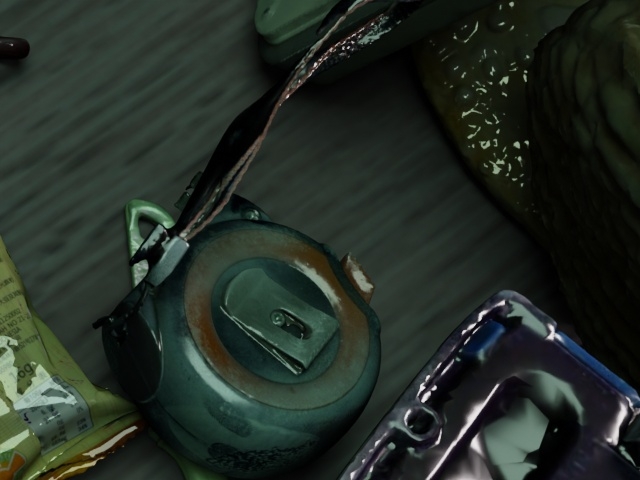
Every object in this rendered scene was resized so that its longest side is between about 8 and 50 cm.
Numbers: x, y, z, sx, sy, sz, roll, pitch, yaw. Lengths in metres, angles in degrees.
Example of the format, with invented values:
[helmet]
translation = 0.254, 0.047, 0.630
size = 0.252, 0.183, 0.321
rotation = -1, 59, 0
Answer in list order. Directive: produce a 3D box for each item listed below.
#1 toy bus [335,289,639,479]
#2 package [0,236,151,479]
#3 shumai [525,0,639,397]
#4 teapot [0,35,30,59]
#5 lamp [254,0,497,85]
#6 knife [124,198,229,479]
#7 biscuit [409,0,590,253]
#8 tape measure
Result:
[toy bus]
translation = 0.117, 0.169, 0.638
size = 0.287, 0.175, 0.138
rotation = 38, 60, 5
[package]
translation = -0.140, 0.054, 0.713
size = 0.108, 0.031, 0.121
rotation = -35, 77, -21
[shumai]
translation = 0.168, -0.009, 0.691
size = 0.153, 0.161, 0.209
rotation = -19, 53, -3
[teapot]
translation = -0.166, -0.082, 0.756
size = 0.100, 0.045, 0.068
rotation = 5, 90, -28
[lamp]
translation = 0.082, -0.210, 0.742
size = 0.047, 0.269, 0.267
rotation = 25, 64, -28
[knife]
translation = -0.051, 0.078, 0.732
size = 0.030, 0.014, 0.207
rotation = -7, 68, -16
[biscuit]
translation = 0.106, -0.090, 0.816
size = 0.141, 0.038, 0.290
rotation = -8, 74, -10
[tape measure]
translation = -0.001, 0.002, 0.687
size = 0.107, 0.180, 0.104
rotation = 38, 33, -2
